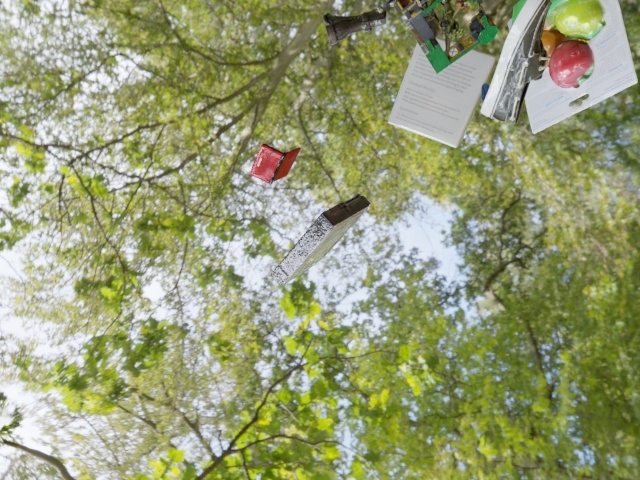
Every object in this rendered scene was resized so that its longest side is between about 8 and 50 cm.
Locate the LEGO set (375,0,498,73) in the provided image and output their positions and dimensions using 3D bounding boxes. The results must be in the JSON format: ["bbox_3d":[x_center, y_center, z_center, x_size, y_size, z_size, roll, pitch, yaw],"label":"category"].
[{"bbox_3d":[0.336,-0.660,1.369,0.331,0.255,0.192,18,-136,-48],"label":"LEGO set"}]

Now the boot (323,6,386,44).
[{"bbox_3d":[0.133,-0.807,1.786,0.263,0.229,0.091,-95,-14,-51],"label":"boot"}]

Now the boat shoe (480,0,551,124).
[{"bbox_3d":[0.325,-0.285,0.766,0.070,0.219,0.078,30,-124,19],"label":"boat shoe"}]

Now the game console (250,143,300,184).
[{"bbox_3d":[-0.154,-0.269,1.631,0.124,0.144,0.085,25,-135,-9],"label":"game console"}]

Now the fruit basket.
[{"bbox_3d":[0.643,-0.502,1.252,0.165,0.327,0.353,-12,-96,-21],"label":"fruit basket"}]

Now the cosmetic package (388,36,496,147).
[{"bbox_3d":[0.544,-0.656,2.152,0.329,0.394,0.327,25,-161,12],"label":"cosmetic package"}]

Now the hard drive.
[{"bbox_3d":[0.000,0.000,1.574,0.064,0.339,0.237,48,-141,9],"label":"hard drive"}]

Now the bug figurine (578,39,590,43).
[{"bbox_3d":[0.854,-0.784,1.559,0.072,0.216,0.279,-29,-47,-16],"label":"bug figurine"}]

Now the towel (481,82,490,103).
[{"bbox_3d":[0.582,-0.497,1.666,0.119,0.029,0.067,3,-92,-59],"label":"towel"}]
